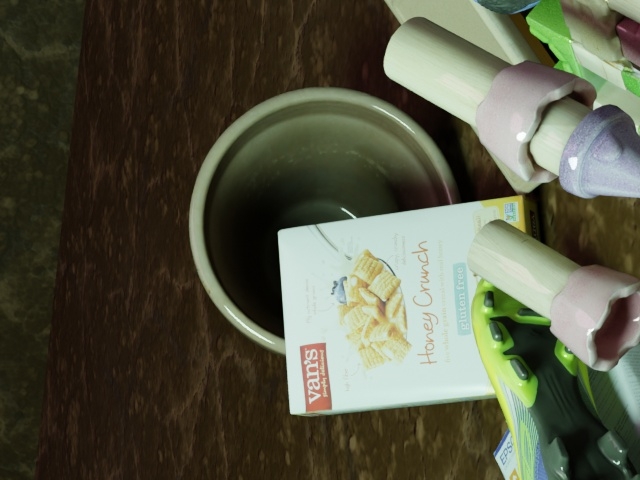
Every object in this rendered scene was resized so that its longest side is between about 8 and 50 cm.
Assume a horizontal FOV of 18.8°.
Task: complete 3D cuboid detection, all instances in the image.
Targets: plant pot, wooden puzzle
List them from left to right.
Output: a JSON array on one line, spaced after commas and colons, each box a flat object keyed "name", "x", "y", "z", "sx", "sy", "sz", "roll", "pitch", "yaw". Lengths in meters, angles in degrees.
[{"name": "plant pot", "x": 0.000, "y": 0.000, "z": 1.911, "sx": 0.229, "sy": 0.263, "sz": 0.263, "roll": 112, "pitch": 156, "yaw": -81}, {"name": "wooden puzzle", "x": 0.140, "y": -0.152, "z": 1.605, "sx": 0.221, "sy": 0.044, "sz": 0.238, "roll": 56, "pitch": 171, "yaw": 3}]

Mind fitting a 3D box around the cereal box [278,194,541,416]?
[{"name": "cereal box", "x": 0.081, "y": 0.061, "z": 1.714, "sx": 0.240, "sy": 0.047, "sz": 0.173, "roll": -9, "pitch": 79, "yaw": 24}]

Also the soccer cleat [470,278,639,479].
[{"name": "soccer cleat", "x": 0.171, "y": 0.139, "z": 1.490, "sx": 0.289, "sy": 0.093, "sz": 0.121, "roll": -107, "pitch": 21, "yaw": -44}]

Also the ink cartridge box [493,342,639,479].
[{"name": "ink cartridge box", "x": 0.223, "y": 0.192, "z": 1.541, "sx": 0.223, "sy": 0.045, "sz": 0.224, "roll": 112, "pitch": 152, "yaw": -43}]

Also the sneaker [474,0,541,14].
[{"name": "sneaker", "x": 0.159, "y": -0.294, "z": 1.516, "sx": 0.147, "sy": 0.130, "sz": 0.330, "roll": -47, "pitch": 23, "yaw": 50}]

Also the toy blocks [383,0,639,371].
[{"name": "toy blocks", "x": 0.250, "y": -0.085, "z": 1.175, "sx": 0.260, "sy": 0.309, "sz": 0.288, "roll": 33, "pitch": 163, "yaw": 34}]
